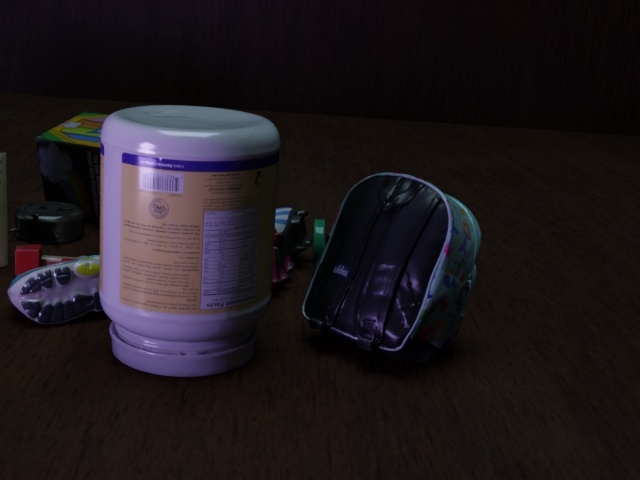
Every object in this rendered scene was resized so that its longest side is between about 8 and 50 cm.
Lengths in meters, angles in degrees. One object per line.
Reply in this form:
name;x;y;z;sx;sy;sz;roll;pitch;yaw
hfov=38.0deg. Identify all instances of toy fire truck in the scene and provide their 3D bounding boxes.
toy fire truck;-0.410;0.047;1.550;0.192;0.047;0.135;0;15;-16

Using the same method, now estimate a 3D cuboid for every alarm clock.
alarm clock;-0.520;-0.043;1.818;0.129;0.064;0.192;6;13;7

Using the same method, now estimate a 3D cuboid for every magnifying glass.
magnifying glass;0.000;0.000;1.785;0.026;0.092;0.231;1;5;0

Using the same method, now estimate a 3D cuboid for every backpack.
backpack;0.117;0.035;1.369;0.225;0.254;0.191;17;0;40

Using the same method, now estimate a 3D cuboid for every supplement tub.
supplement tub;-0.181;-0.006;1.276;0.241;0.331;0.241;4;16;-1

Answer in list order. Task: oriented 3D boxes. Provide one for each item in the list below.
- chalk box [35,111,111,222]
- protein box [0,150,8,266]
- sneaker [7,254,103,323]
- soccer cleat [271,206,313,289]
chalk box;-0.412;-0.145;1.935;0.289;0.180;0.179;11;29;20
protein box;-0.644;-0.051;1.545;0.136;0.201;0.199;16;20;35
sneaker;-0.344;0.058;1.442;0.275;0.107;0.110;-5;9;-31
soccer cleat;-0.117;0.020;1.653;0.143;0.116;0.331;-8;10;16
